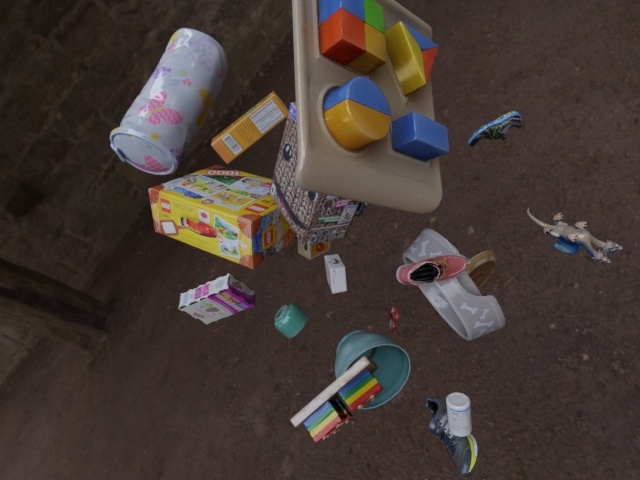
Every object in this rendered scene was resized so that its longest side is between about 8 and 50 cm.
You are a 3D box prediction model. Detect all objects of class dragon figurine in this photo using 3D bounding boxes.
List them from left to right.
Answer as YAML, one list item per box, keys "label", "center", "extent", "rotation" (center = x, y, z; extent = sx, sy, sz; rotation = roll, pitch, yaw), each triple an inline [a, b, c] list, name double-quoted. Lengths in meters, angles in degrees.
- label: "dragon figurine"
  center: [0.797, -0.013, 1.354]
  extent: [0.085, 0.144, 0.289]
  rotation: [-55, 36, -4]

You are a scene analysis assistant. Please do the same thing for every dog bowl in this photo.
- label: "dog bowl"
  center: [0.367, 0.134, 1.210]
  extent: [0.102, 0.349, 0.349]
  rotation: [-36, 34, 0]

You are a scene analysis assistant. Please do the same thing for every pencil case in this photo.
- label: "pencil case"
  center: [-0.263, -0.251, 0.750]
  extent: [0.114, 0.123, 0.274]
  rotation: [112, 174, -64]

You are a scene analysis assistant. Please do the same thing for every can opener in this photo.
- label: "can opener"
  center: [0.166, -0.165, 1.642]
  extent: [0.059, 0.073, 0.186]
  rotation: [13, 52, 30]

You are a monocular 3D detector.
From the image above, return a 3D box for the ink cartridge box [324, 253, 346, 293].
- label: "ink cartridge box"
  center: [0.054, 0.119, 1.536]
  extent: [0.056, 0.100, 0.135]
  rotation: [-8, 19, -6]

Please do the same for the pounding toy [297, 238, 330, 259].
- label: "pounding toy"
  center: [0.004, 0.006, 1.882]
  extent: [0.205, 0.181, 0.094]
  rotation: [-26, 38, -37]

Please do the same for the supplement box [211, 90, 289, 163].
- label: "supplement box"
  center: [-0.200, -0.325, 1.205]
  extent: [0.233, 0.080, 0.078]
  rotation: [-34, 27, 6]

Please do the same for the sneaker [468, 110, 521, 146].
- label: "sneaker"
  center: [0.608, -0.377, 1.466]
  extent: [0.188, 0.078, 0.067]
  rotation: [-26, 7, 19]

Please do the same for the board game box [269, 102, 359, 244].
- label: "board game box"
  center: [-0.003, -0.175, 1.116]
  extent: [0.232, 0.140, 0.291]
  rotation: [55, 140, 35]

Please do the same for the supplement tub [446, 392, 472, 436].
- label: "supplement tub"
  center: [0.412, 0.517, 1.252]
  extent: [0.070, 0.107, 0.071]
  rotation: [-9, 19, 3]

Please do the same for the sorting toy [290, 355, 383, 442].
- label: "sorting toy"
  center: [0.071, 0.452, 1.184]
  extent: [0.255, 0.257, 0.089]
  rotation: [-40, 67, -3]

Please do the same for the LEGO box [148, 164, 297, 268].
- label: "LEGO box"
  center: [-0.346, -0.116, 1.651]
  extent: [0.499, 0.193, 0.372]
  rotation: [17, 32, 26]

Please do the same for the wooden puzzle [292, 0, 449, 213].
- label: "wooden puzzle"
  center: [0.101, -0.233, 0.659]
  extent: [0.080, 0.321, 0.349]
  rotation: [-7, 80, 48]

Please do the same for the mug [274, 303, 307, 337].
- label: "mug"
  center: [-0.136, 0.330, 1.778]
  extent: [0.130, 0.097, 0.157]
  rotation: [-52, 16, -14]

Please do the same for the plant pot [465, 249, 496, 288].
- label: "plant pot"
  center: [0.559, 0.136, 1.543]
  extent: [0.236, 0.236, 0.032]
  rotation: [-47, 54, 9]

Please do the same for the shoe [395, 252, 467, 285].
- label: "shoe"
  center: [0.267, 0.069, 0.959]
  extent: [0.081, 0.177, 0.064]
  rotation: [177, 83, -81]

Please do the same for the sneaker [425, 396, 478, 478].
- label: "sneaker"
  center: [0.422, 0.639, 1.386]
  extent: [0.300, 0.121, 0.111]
  rotation: [-91, 13, -66]

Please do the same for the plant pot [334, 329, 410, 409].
- label: "plant pot"
  center: [0.176, 0.476, 1.651]
  extent: [0.293, 0.293, 0.196]
  rotation: [-49, 30, 4]

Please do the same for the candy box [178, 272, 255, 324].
- label: "candy box"
  center: [-0.381, 0.220, 1.558]
  extent: [0.233, 0.159, 0.071]
  rotation: [-23, 48, 19]

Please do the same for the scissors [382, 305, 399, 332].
- label: "scissors"
  center: [0.315, 0.311, 1.883]
  extent: [0.297, 0.021, 0.109]
  rotation: [-86, 5, -76]
